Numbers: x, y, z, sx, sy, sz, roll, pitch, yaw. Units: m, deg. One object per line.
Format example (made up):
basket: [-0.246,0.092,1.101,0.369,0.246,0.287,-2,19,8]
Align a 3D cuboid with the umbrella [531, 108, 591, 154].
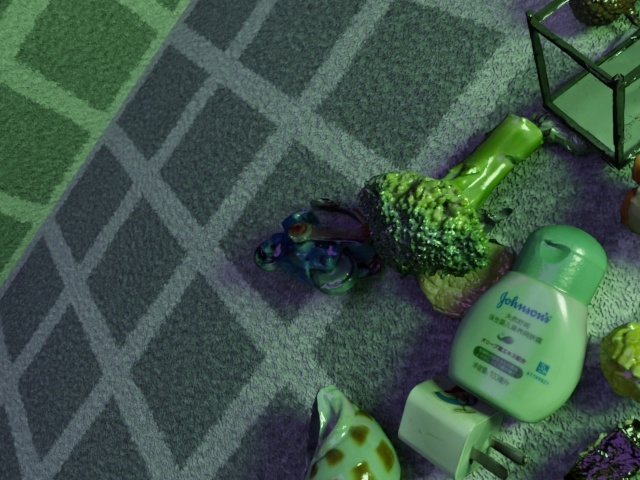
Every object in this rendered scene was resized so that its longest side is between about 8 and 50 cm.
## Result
umbrella: [0.490,-0.225,1.111,0.143,0.062,0.067,49,123,35]

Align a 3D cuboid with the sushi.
sushi: [0.464,0.352,0.868,0.150,0.090,0.078,-47,54,10]

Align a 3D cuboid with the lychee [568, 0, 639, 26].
lychee: [0.585,-0.511,1.099,0.165,0.165,0.197,-40,90,18]

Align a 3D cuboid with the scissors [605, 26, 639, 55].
scissors: [0.581,-0.343,1.111,0.204,0.027,0.101,-54,50,9]

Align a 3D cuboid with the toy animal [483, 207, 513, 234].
toy animal: [0.364,-0.049,1.154,0.084,0.028,0.050,-42,60,16]

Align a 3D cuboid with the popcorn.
popcorn: [0.519,0.189,0.865,0.162,0.135,0.141,-59,26,18]

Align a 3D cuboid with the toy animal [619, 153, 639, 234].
toy animal: [0.625,-0.041,0.862,0.281,0.169,0.195,27,131,37]

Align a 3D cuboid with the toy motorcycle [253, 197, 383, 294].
toy motorcycle: [0.006,0.018,1.342,0.319,0.241,0.182,18,123,38]

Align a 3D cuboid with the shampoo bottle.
shampoo bottle: [0.384,0.136,0.981,0.222,0.151,0.349,27,88,40]

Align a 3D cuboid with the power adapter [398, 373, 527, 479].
power adapter: [0.264,0.352,0.984,0.205,0.130,0.125,26,112,41]

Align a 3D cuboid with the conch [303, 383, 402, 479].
conch: [0.049,0.485,1.067,0.249,0.197,0.368,156,131,-68]

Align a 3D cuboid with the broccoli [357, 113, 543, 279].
broccoli: [0.269,-0.086,1.075,0.397,0.275,0.353,-18,49,15]

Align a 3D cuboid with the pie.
pie: [0.294,0.071,1.143,0.218,0.052,0.185,19,83,40]

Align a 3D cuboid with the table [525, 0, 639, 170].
table: [0.570,-0.350,0.925,0.335,0.272,0.222,-38,54,9]
